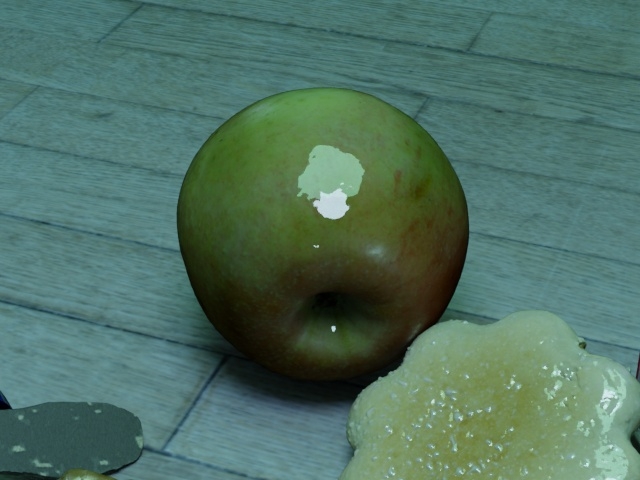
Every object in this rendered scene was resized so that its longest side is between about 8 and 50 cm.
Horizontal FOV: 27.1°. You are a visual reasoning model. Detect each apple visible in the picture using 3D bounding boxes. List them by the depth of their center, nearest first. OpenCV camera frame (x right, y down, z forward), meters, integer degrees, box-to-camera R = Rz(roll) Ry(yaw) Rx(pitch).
[{"bbox_3d":[0.000,0.000,1.409,0.319,0.319,0.277,4,34,6],"label":"apple"}]

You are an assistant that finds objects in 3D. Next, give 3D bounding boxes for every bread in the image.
[{"bbox_3d":[0.151,0.190,1.238,0.316,0.054,0.316,-16,49,19],"label":"bread"}]

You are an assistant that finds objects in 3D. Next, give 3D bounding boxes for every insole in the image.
[{"bbox_3d":[-0.285,0.196,1.297,0.248,0.011,0.081,5,64,-33],"label":"insole"}]

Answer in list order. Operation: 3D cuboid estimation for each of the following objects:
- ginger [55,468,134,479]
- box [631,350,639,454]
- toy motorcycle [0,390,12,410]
[{"bbox_3d":[-0.236,0.277,1.218,0.176,0.052,0.193,2,38,8],"label":"ginger"},{"bbox_3d":[0.475,0.161,1.167,0.312,0.300,0.314,-8,34,-12],"label":"box"},{"bbox_3d":[-0.407,0.201,1.294,0.169,0.113,0.315,14,44,4],"label":"toy motorcycle"}]
